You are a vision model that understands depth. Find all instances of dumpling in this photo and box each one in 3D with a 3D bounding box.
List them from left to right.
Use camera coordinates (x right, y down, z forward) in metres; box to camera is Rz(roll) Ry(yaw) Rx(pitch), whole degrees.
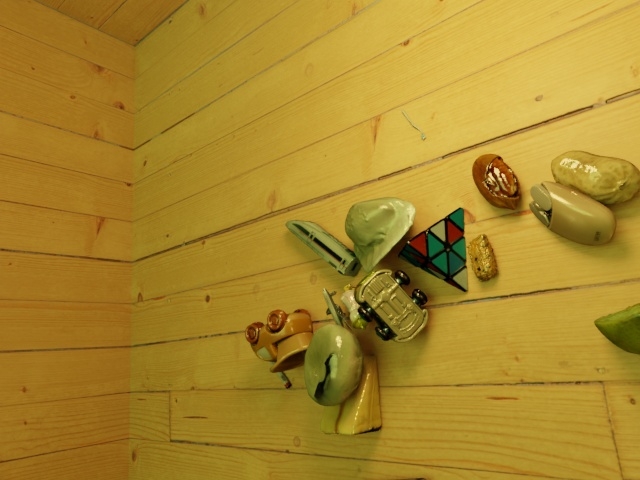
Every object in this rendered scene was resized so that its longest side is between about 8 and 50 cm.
[{"bbox_3d":[0.182,-0.051,1.664,0.212,0.320,0.270,44,91,8],"label":"dumpling"}]

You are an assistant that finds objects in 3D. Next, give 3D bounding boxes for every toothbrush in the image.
[{"bbox_3d":[0.338,-0.424,1.749,0.017,0.014,0.162,-33,60,11],"label":"toothbrush"}]

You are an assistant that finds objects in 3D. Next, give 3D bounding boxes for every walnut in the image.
[{"bbox_3d":[0.538,-0.177,1.474,0.116,0.116,0.207,-37,61,30],"label":"walnut"}]

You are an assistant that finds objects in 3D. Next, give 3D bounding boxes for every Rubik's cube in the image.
[{"bbox_3d":[0.386,0.072,1.533,0.284,0.250,0.234,-40,78,23],"label":"Rubik's cube"}]

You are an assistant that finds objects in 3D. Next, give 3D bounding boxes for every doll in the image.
[{"bbox_3d":[0.126,0.242,1.734,0.081,0.129,0.207,-45,35,20],"label":"doll"}]

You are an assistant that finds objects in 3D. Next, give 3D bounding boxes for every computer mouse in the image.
[{"bbox_3d":[0.677,-0.070,1.315,0.082,0.145,0.236,-40,53,-14],"label":"computer mouse"}]

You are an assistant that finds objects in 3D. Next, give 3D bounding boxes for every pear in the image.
[{"bbox_3d":[0.791,0.191,1.108,0.288,0.239,0.139,-32,63,34],"label":"pear"}]

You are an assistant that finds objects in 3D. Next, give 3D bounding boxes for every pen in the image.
[{"bbox_3d":[-0.195,0.524,2.028,0.239,0.028,0.028,47,113,35],"label":"pen"}]

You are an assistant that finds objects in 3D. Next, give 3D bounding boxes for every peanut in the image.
[{"bbox_3d":[0.731,-0.171,1.296,0.224,0.129,0.129,27,100,42],"label":"peanut"}]

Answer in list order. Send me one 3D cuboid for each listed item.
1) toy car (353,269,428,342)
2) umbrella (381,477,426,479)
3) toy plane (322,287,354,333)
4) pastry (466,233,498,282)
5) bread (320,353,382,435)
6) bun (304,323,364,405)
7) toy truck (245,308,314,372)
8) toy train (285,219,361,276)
[{"bbox_3d":[0.223,0.217,1.624,0.204,0.198,0.248,-43,91,-11],"label":"toy car"},{"bbox_3d":[0.219,0.832,1.596,0.337,0.067,0.073,-24,110,35],"label":"umbrella"},{"bbox_3d":[0.057,0.272,1.775,0.226,0.058,0.226,19,125,65],"label":"toy plane"},{"bbox_3d":[0.503,0.053,1.497,0.080,0.056,0.140,-36,63,44],"label":"pastry"},{"bbox_3d":[0.098,0.536,1.690,0.168,0.163,0.263,-15,73,39],"label":"bread"},{"bbox_3d":[0.062,0.428,1.653,0.283,0.179,0.283,-167,90,-71],"label":"bun"},{"bbox_3d":[-0.137,0.385,1.889,0.288,0.204,0.211,-36,63,28],"label":"toy truck"},{"bbox_3d":[0.000,0.000,1.914,0.407,0.087,0.088,38,108,38],"label":"toy train"}]
